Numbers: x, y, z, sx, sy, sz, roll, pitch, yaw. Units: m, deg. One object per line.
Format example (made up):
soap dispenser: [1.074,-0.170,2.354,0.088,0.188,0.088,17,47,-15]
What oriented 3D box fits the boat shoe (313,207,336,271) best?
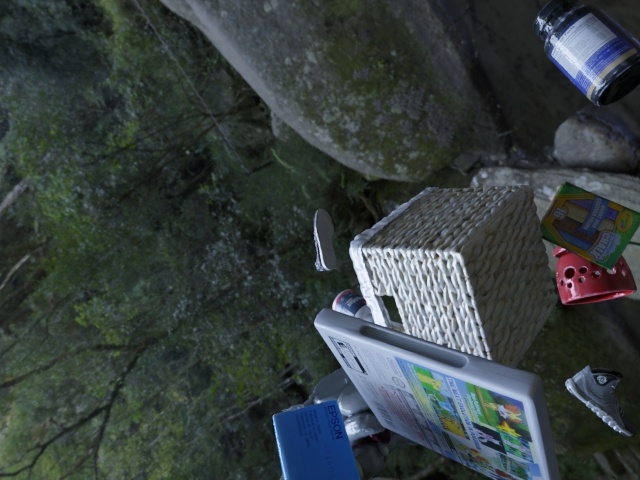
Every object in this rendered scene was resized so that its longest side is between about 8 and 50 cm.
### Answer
boat shoe: [0.000,0.000,1.546,0.075,0.065,0.206,5,-109,-39]

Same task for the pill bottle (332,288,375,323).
pill bottle: [0.135,0.249,1.628,0.180,0.108,0.108,32,172,46]

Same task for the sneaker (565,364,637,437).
sneaker: [0.828,0.442,1.361,0.229,0.132,0.086,39,-166,5]

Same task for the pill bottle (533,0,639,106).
pill bottle: [0.526,-0.381,0.948,0.219,0.123,0.123,62,-168,25]

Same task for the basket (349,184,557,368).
basket: [0.291,0.081,1.025,0.266,0.331,0.328,0,116,48]

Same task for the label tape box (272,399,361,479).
label tape box: [0.008,0.458,0.806,0.347,0.115,0.249,87,166,-50]

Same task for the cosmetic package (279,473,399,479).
cosmetic package: [0.041,0.651,1.124,0.129,0.296,0.153,-48,-50,-68]

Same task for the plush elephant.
plush elephant: [0.105,0.428,1.103,0.255,0.330,0.272,59,-177,-10]

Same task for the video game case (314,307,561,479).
video game case: [0.170,0.237,0.686,0.300,0.036,0.329,12,143,39]

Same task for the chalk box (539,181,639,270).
chalk box: [0.601,-0.024,1.053,0.213,0.132,0.132,30,-165,19]

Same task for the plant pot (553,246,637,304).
plant pot: [0.769,0.082,1.373,0.191,0.191,0.174,32,-133,-67]
